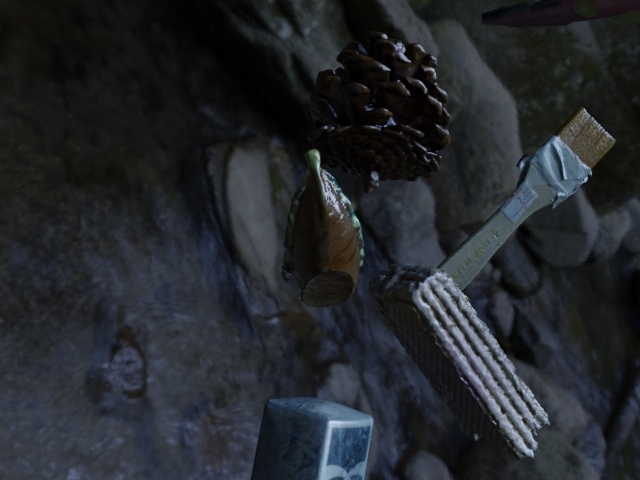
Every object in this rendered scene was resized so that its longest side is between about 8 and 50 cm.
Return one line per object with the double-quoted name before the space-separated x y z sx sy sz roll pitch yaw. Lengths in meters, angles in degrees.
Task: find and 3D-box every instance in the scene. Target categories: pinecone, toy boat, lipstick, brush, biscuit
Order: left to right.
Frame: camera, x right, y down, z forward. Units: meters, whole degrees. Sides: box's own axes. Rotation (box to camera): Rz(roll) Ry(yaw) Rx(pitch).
"lipstick" -0.025 0.267 0.682 0.077 0.076 0.290 13 85 -53
"toy boat" 0.002 0.009 1.065 0.293 0.108 0.099 86 -8 -63
"pinecone" 0.074 -0.168 1.115 0.185 0.168 0.212 25 42 -29
"biscuit" 0.146 0.125 0.934 0.062 0.108 0.239 -41 107 -17
"brush" 0.251 -0.035 1.145 0.085 0.336 0.020 45 -6 -11

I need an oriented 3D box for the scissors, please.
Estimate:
"scissors" 0.188 -0.168 0.609 0.020 0.187 0.133 -58 141 -22
